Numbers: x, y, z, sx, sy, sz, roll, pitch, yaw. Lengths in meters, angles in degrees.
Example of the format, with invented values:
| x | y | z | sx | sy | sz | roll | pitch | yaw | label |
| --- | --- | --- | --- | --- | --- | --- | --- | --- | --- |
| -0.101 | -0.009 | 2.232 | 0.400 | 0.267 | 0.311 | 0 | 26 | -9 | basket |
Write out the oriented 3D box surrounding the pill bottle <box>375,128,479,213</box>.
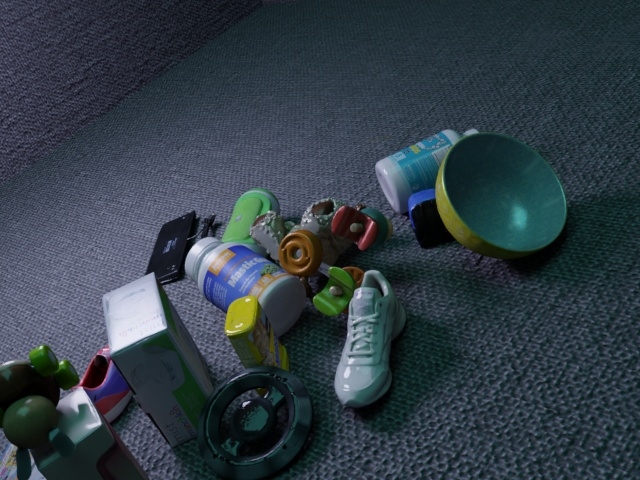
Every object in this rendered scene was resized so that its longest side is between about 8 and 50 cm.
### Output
| x | y | z | sx | sy | sz | roll | pitch | yaw | label |
| --- | --- | --- | --- | --- | --- | --- | --- | --- | --- |
| 0.280 | -0.182 | 1.962 | 0.264 | 0.146 | 0.146 | -25 | 31 | -4 | pill bottle |

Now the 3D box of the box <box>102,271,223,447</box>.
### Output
| x | y | z | sx | sy | sz | roll | pitch | yaw | label |
| --- | --- | --- | --- | --- | --- | --- | --- | --- | --- |
| -0.324 | 0.240 | 1.601 | 0.127 | 0.261 | 0.231 | -27 | 30 | -6 | box |

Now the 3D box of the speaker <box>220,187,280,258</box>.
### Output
| x | y | z | sx | sy | sz | roll | pitch | yaw | label |
| --- | --- | --- | --- | --- | --- | --- | --- | --- | --- |
| -0.185 | -0.012 | 2.030 | 0.131 | 0.131 | 0.296 | -12 | 32 | 18 | speaker |

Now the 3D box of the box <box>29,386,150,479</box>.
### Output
| x | y | z | sx | sy | sz | roll | pitch | yaw | label |
| --- | --- | --- | --- | --- | --- | --- | --- | --- | --- |
| -0.408 | 0.407 | 1.425 | 0.127 | 0.232 | 0.149 | -34 | 33 | -16 | box |

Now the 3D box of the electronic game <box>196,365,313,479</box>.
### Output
| x | y | z | sx | sy | sz | roll | pitch | yaw | label |
| --- | --- | --- | --- | --- | --- | --- | --- | --- | --- |
| -0.123 | 0.339 | 1.480 | 0.230 | 0.048 | 0.229 | -11 | 51 | 14 | electronic game |

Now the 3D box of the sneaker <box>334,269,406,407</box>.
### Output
| x | y | z | sx | sy | sz | roll | pitch | yaw | label |
| --- | --- | --- | --- | --- | --- | --- | --- | --- | --- |
| 0.080 | 0.184 | 1.525 | 0.114 | 0.152 | 0.305 | -7 | 36 | 22 | sneaker |

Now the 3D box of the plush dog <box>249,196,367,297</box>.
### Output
| x | y | z | sx | sy | sz | roll | pitch | yaw | label |
| --- | --- | --- | --- | --- | --- | --- | --- | --- | --- |
| 0.000 | 0.000 | 1.869 | 0.263 | 0.210 | 0.225 | -11 | 12 | 37 | plush dog |

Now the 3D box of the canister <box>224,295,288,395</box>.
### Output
| x | y | z | sx | sy | sz | roll | pitch | yaw | label |
| --- | --- | --- | --- | --- | --- | --- | --- | --- | --- |
| -0.128 | 0.211 | 1.602 | 0.074 | 0.169 | 0.126 | -17 | 32 | 11 | canister |

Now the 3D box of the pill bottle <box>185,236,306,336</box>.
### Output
| x | y | z | sx | sy | sz | roll | pitch | yaw | label |
| --- | --- | --- | --- | --- | --- | --- | --- | --- | --- |
| -0.177 | 0.095 | 1.772 | 0.272 | 0.152 | 0.152 | 29 | 57 | 34 | pill bottle |

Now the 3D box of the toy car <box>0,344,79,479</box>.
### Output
| x | y | z | sx | sy | sz | roll | pitch | yaw | label |
| --- | --- | --- | --- | --- | --- | --- | --- | --- | --- |
| -0.478 | 0.301 | 1.324 | 0.155 | 0.149 | 0.188 | -31 | 59 | -5 | toy car |

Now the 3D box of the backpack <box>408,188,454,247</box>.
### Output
| x | y | z | sx | sy | sz | roll | pitch | yaw | label |
| --- | --- | --- | --- | --- | --- | --- | --- | --- | --- |
| 0.248 | -0.059 | 1.817 | 0.098 | 0.120 | 0.101 | -21 | 31 | 6 | backpack |

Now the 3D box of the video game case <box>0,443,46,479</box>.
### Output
| x | y | z | sx | sy | sz | roll | pitch | yaw | label |
| --- | --- | --- | --- | --- | --- | --- | --- | --- | --- |
| -0.618 | 0.473 | 1.676 | 0.167 | 0.015 | 0.119 | -11 | 34 | 20 | video game case |

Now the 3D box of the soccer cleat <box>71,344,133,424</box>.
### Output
| x | y | z | sx | sy | sz | roll | pitch | yaw | label |
| --- | --- | --- | --- | --- | --- | --- | --- | --- | --- |
| -0.445 | 0.266 | 1.781 | 0.109 | 0.116 | 0.318 | -6 | 35 | 27 | soccer cleat |

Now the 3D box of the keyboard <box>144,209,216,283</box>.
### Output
| x | y | z | sx | sy | sz | roll | pitch | yaw | label |
| --- | --- | --- | --- | --- | --- | --- | --- | --- | --- |
| -0.386 | 0.012 | 2.222 | 0.202 | 0.033 | 0.317 | -22 | 31 | 15 | keyboard |

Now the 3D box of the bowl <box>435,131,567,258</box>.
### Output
| x | y | z | sx | sy | sz | roll | pitch | yaw | label |
| --- | --- | --- | --- | --- | --- | --- | --- | --- | --- |
| 0.361 | -0.071 | 1.696 | 0.289 | 0.289 | 0.156 | -46 | -6 | -32 | bowl |

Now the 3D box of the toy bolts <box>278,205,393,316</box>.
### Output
| x | y | z | sx | sy | sz | roll | pitch | yaw | label |
| --- | --- | --- | --- | --- | --- | --- | --- | --- | --- |
| 0.053 | 0.022 | 1.687 | 0.218 | 0.158 | 0.228 | 38 | 106 | 24 | toy bolts |
